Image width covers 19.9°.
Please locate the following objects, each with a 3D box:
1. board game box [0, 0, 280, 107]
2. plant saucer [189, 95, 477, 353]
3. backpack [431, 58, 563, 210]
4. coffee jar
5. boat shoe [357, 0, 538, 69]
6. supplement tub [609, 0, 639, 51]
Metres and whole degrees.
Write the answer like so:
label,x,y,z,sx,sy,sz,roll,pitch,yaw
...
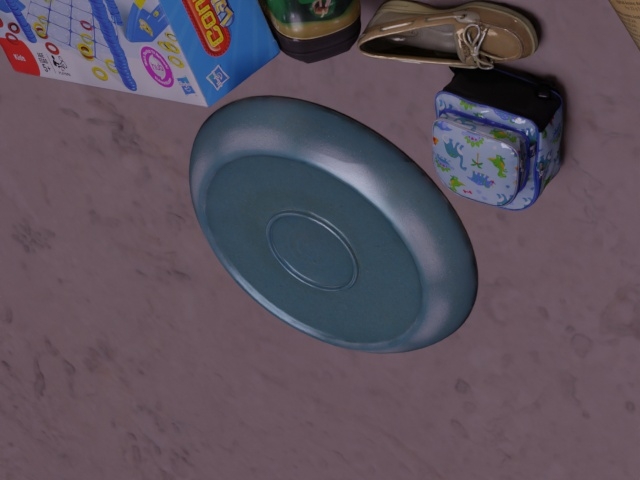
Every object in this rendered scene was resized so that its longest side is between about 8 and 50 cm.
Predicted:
label,x,y,z,sx,sy,sz,roll,pitch,yaw
board game box,-0.210,-0.272,1.503,0.308,0.086,0.302,14,137,49
plant saucer,0.000,0.000,1.754,0.317,0.044,0.318,22,141,19
backpack,0.143,-0.077,1.511,0.105,0.084,0.114,20,144,26
coffee jar,-0.013,-0.235,1.456,0.184,0.079,0.096,85,161,-46
boat shoe,0.103,-0.162,1.479,0.153,0.048,0.056,12,138,30
supplement tub,0.286,-0.195,1.135,0.228,0.228,0.316,-11,123,46
